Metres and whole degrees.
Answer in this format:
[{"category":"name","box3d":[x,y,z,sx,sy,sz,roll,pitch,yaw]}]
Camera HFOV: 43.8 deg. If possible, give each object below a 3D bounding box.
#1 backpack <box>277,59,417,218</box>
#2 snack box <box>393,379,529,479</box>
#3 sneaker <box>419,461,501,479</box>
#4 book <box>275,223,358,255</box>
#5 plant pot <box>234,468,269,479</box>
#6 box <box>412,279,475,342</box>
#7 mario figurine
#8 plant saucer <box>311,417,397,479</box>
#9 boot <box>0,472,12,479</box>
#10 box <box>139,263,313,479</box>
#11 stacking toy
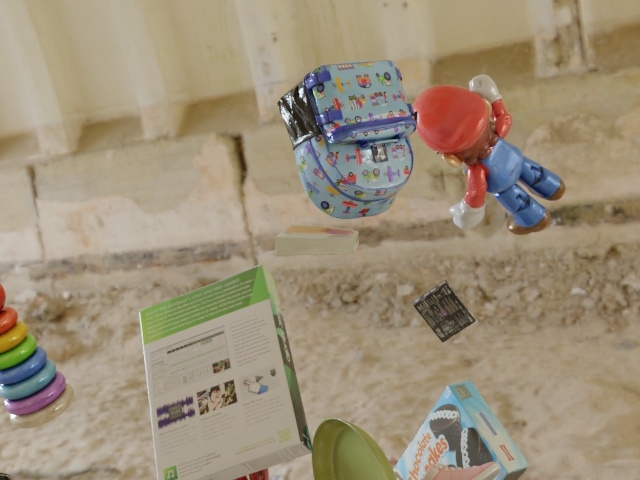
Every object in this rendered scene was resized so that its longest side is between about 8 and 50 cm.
[{"category":"backpack","box3d":[0.045,-0.120,0.980,0.158,0.173,0.117,-7,-13,-32]},{"category":"snack box","box3d":[0.243,0.432,1.478,0.060,0.321,0.187,-7,47,-32]},{"category":"sneaker","box3d":[0.214,0.371,1.259,0.134,0.070,0.051,-35,-32,8]},{"category":"book","box3d":[0.000,0.000,1.018,0.096,0.035,0.144,0,4,5]},{"category":"plant pot","box3d":[-0.180,0.434,1.397,0.191,0.174,0.191,-13,-17,-4]},{"category":"box","box3d":[0.200,0.115,1.288,0.067,0.083,0.018,-36,12,14]},{"category":"mario figurine","box3d":[0.269,-0.149,1.367,0.170,0.321,0.198,-30,35,35]},{"category":"plant saucer","box3d":[0.062,0.394,1.261,0.037,0.240,0.241,-12,9,-29]},{"category":"boot","box3d":[-0.517,0.280,1.048,0.237,0.085,0.178,-8,51,-1]},{"category":"box","box3d":[-0.157,0.214,1.254,0.232,0.321,0.058,-20,-34,8]},{"category":"stacking toy","box3d":[-0.636,0.219,1.643,0.141,0.330,0.141,-16,21,6]}]
